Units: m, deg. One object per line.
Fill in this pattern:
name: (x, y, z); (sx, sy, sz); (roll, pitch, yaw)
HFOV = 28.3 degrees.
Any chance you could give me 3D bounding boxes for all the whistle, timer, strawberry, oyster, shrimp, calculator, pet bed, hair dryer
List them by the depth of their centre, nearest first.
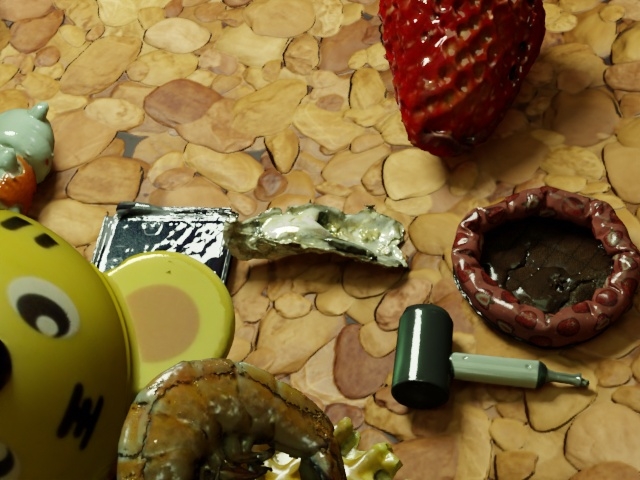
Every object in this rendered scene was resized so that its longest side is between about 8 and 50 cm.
shrimp: (-0.073, 0.250, 1.105); (0.222, 0.054, 0.290); (8, 78, -27)
timer: (-0.299, 0.141, 1.157); (0.387, 0.376, 0.376); (18, 57, 7)
hair dryer: (0.173, 0.125, 1.280); (0.198, 0.057, 0.100); (8, 54, 4)
pet bed: (0.240, 0.025, 1.338); (0.201, 0.053, 0.201); (-2, 56, 3)
calculator: (-0.187, 0.071, 1.383); (0.166, 0.028, 0.274); (2, 53, 10)
oyster: (0.002, -0.002, 1.398); (0.200, 0.061, 0.106); (17, 39, 10)
strawberry: (0.156, -0.212, 1.456); (0.205, 0.205, 0.244); (7, 69, 14)
whistle: (-0.378, -0.067, 1.473); (0.106, 0.101, 0.253); (16, 55, 16)

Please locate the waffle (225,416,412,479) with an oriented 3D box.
waffle: (-0.068, 0.290, 1.179); (0.307, 0.060, 0.312); (4, 54, 14)
